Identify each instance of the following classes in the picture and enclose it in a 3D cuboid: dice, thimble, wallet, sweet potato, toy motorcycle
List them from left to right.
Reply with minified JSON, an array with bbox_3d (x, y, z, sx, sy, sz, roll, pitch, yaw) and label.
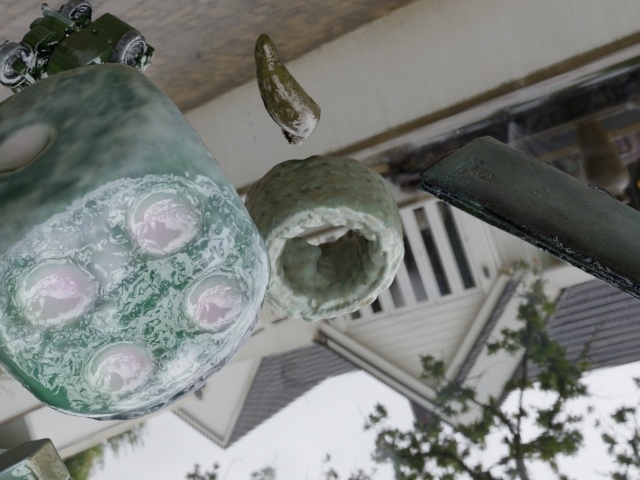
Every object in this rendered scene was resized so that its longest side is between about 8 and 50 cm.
[{"bbox_3d":[-0.449,-0.335,1.485,0.275,0.205,0.127,-52,171,-33],"label":"toy motorcycle"},{"bbox_3d":[-0.281,0.002,1.039,0.328,0.348,0.330,-35,-140,-11],"label":"dice"},{"bbox_3d":[-0.059,-0.269,1.608,0.098,0.124,0.310,-35,151,-2],"label":"sweet potato"},{"bbox_3d":[0.000,0.000,1.458,0.291,0.291,0.195,-18,-143,8],"label":"thimble"},{"bbox_3d":[0.320,-0.025,1.016,0.379,0.046,0.190,32,-143,26],"label":"wallet"}]

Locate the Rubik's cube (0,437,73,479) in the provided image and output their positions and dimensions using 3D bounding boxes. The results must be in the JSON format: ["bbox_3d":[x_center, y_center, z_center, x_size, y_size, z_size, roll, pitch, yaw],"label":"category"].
[{"bbox_3d":[-0.397,0.344,0.941,0.224,0.265,0.213,22,177,-23],"label":"Rubik's cube"}]
